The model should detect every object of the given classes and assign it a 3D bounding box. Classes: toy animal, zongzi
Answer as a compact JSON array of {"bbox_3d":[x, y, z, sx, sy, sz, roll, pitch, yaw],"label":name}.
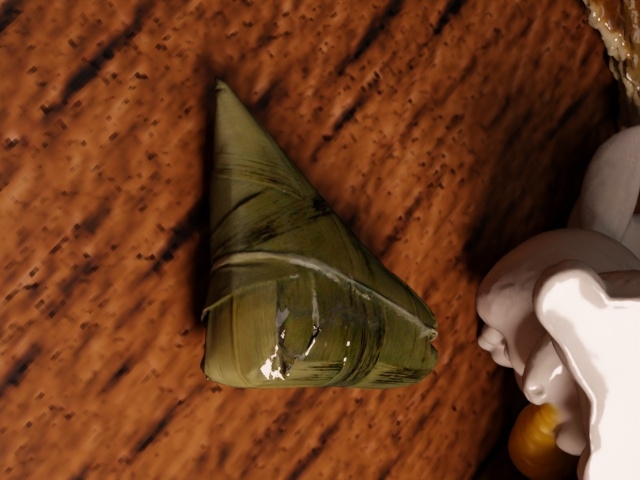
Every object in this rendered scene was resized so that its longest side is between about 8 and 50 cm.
[{"bbox_3d":[0.128,0.035,0.590,0.127,0.181,0.131,-21,107,4],"label":"toy animal"},{"bbox_3d":[0.000,0.000,0.517,0.104,0.052,0.113,8,74,-48],"label":"zongzi"}]

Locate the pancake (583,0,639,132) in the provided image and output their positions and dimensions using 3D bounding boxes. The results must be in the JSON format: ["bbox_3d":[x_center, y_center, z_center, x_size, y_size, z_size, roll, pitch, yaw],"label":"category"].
[{"bbox_3d":[0.145,-0.167,0.625,0.245,0.057,0.266,10,86,-40],"label":"pancake"}]
